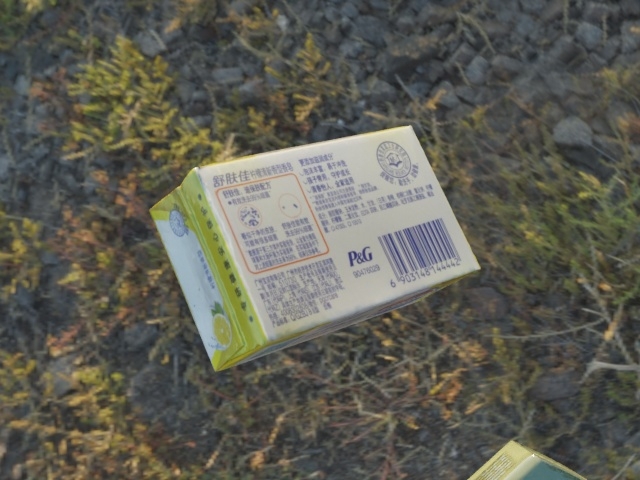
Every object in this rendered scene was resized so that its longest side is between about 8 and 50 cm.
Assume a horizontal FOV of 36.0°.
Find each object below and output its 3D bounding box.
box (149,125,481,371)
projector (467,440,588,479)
[{"bbox_3d":[0.000,0.000,0.905,0.097,0.265,0.168,-38,74,50],"label":"box"},{"bbox_3d":[0.206,0.288,0.769,0.193,0.088,0.269,-42,94,-1],"label":"projector"}]
